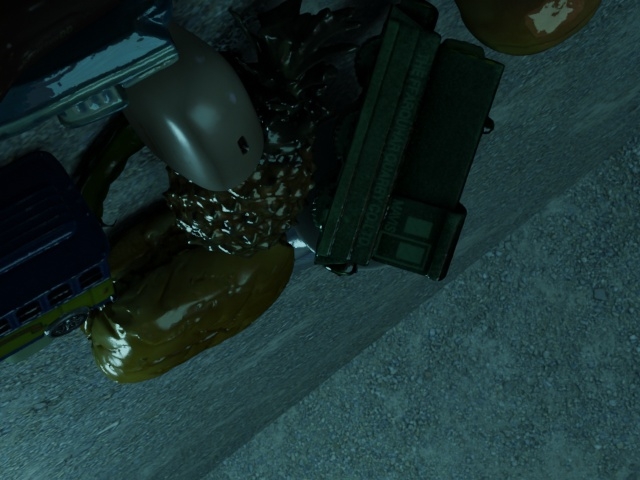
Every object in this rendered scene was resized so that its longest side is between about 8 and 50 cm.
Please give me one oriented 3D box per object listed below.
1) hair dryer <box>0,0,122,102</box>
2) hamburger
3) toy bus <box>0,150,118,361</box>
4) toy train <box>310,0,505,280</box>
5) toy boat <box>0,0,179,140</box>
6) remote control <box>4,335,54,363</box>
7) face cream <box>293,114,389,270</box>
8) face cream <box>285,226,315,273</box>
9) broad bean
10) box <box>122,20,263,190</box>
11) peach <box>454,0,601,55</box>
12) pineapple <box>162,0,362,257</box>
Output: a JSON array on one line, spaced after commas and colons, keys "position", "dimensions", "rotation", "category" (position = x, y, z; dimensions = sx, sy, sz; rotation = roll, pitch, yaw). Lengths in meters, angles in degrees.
[{"position": [-0.264, -0.193, 0.740], "dimensions": [0.312, 0.123, 0.340], "rotation": [-41, 157, -22], "category": "hair dryer"}, {"position": [-0.175, 0.062, 1.539], "dimensions": [0.318, 0.158, 0.318], "rotation": [-31, 166, -9], "category": "hamburger"}, {"position": [-0.357, 0.054, 1.159], "dimensions": [0.287, 0.138, 0.175], "rotation": [-30, 165, -17], "category": "toy bus"}, {"position": [0.099, -0.105, 1.335], "dimensions": [0.138, 0.178, 0.330], "rotation": [-78, -175, -77], "category": "toy train"}, {"position": [-0.207, -0.127, 0.955], "dimensions": [0.215, 0.088, 0.102], "rotation": [-25, 141, -2], "category": "toy boat"}, {"position": [-0.373, 0.086, 1.414], "dimensions": [0.090, 0.038, 0.309], "rotation": [-32, 165, -15], "category": "remote control"}, {"position": [0.061, -0.063, 1.514], "dimensions": [0.201, 0.201, 0.187], "rotation": [-36, 178, 5], "category": "face cream"}, {"position": [0.000, 0.000, 1.835], "dimensions": [0.234, 0.137, 0.420], "rotation": [-25, 170, -36], "category": "face cream"}, {"position": [-0.222, -0.077, 1.240], "dimensions": [0.069, 0.039, 0.227], "rotation": [-16, 157, -35], "category": "broad bean"}, {"position": [-0.125, -0.124, 1.082], "dimensions": [0.088, 0.146, 0.200], "rotation": [-48, 156, -13], "category": "box"}, {"position": [0.234, -0.296, 1.294], "dimensions": [0.184, 0.184, 0.184], "rotation": [-32, 165, -10], "category": "peach"}, {"position": [-0.057, -0.122, 1.227], "dimensions": [0.169, 0.169, 0.340], "rotation": [-24, 161, -34], "category": "pineapple"}]
